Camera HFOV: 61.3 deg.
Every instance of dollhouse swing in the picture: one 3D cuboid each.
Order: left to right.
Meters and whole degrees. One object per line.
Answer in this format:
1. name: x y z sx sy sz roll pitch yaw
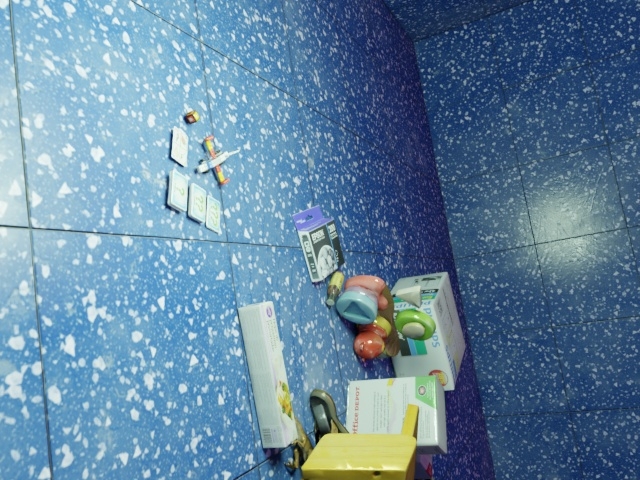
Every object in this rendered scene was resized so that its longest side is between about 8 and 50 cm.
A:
1. dollhouse swing: 0.100 0.593 1.327 0.305 0.314 0.347 -85 175 -70

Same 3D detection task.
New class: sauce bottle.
1. sauce bottle: 0.044 0.151 1.688 0.042 0.042 0.128 61 30 -32

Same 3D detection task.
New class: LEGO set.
1. LEGO set: -0.253 -0.160 1.184 0.182 0.060 0.245 39 44 -59

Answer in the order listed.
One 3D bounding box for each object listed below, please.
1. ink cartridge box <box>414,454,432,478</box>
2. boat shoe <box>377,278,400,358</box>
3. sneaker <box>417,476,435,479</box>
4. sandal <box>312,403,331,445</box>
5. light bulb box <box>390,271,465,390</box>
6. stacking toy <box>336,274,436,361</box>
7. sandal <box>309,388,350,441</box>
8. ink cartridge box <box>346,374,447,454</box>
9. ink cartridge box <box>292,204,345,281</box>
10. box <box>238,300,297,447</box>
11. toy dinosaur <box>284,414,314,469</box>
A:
1. ink cartridge box: 0.317 0.723 1.897 0.128 0.127 0.176 58 32 -35
2. boat shoe: 0.209 0.280 1.947 0.104 0.089 0.286 9 66 -36
3. sneaker: 0.372 0.944 1.973 0.108 0.100 0.271 65 20 6
4. sandal: 0.008 0.512 1.339 0.097 0.054 0.255 -120 -166 -65
5. light bulb box: 0.417 0.360 2.164 0.361 0.225 0.358 -37 113 -62
6. stacking toy: 0.199 0.261 1.688 0.130 0.279 0.309 -63 142 -38
7. sandal: 0.021 0.497 1.426 0.060 0.089 0.220 -38 114 -52
8. ink cartridge box: 0.227 0.529 1.623 0.117 0.277 0.202 53 34 -47
9. ink cartridge box: 0.000 0.000 1.661 0.206 0.045 0.209 -30 105 -64
10. box: -0.120 0.305 1.237 0.063 0.067 0.325 -4 81 -66
11. toy dinosaur: -0.031 0.527 1.326 0.212 0.064 0.112 70 25 -17
